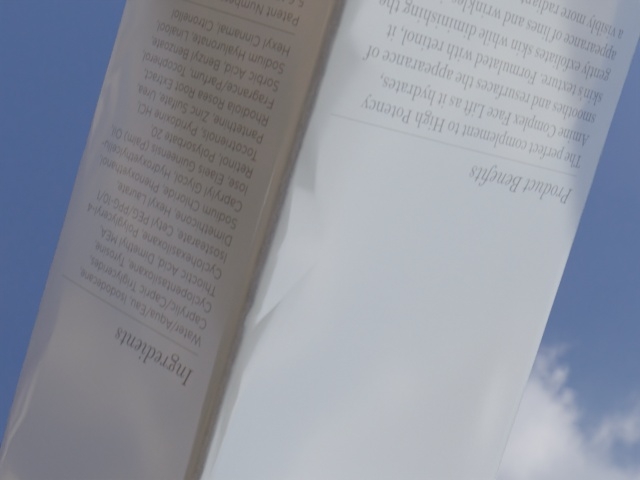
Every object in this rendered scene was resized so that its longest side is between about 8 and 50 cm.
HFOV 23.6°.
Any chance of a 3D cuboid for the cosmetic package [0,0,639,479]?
[{"bbox_3d":[0.000,0.000,0.407,0.117,0.231,0.085,11,-169,-44],"label":"cosmetic package"}]
